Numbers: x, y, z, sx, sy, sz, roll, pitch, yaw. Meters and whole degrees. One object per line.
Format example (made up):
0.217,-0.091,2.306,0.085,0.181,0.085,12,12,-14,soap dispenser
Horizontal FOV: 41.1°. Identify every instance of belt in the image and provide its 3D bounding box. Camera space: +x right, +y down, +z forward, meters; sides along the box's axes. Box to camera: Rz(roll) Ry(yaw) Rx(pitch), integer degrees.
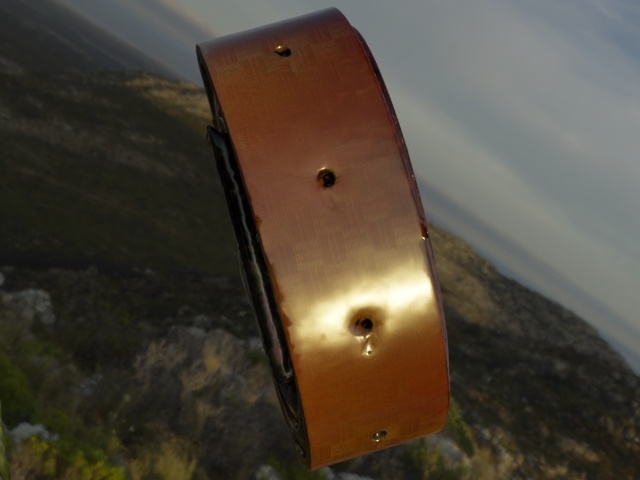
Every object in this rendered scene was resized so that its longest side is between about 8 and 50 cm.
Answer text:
0.000,0.000,0.515,0.184,0.105,0.261,150,-76,-81,belt

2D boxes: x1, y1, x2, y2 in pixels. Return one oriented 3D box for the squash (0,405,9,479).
-0.274,0.025,0.185,0.310,0.309,0.310,158,-90,-80,squash
